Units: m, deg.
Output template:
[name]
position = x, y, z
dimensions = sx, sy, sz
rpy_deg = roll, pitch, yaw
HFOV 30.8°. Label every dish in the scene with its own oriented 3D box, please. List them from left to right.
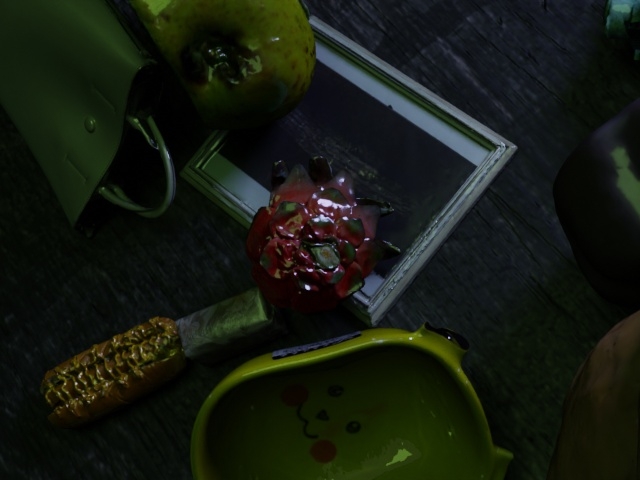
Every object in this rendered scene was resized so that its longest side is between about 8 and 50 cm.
[dish]
position = 0.021, 0.160, 1.012
dimensions = 0.262, 0.221, 0.108
rpy_deg = -23, 24, 9

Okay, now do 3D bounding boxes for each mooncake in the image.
[mooncake]
position = 0.305, -0.049, 0.929
dimensions = 0.245, 0.245, 0.133
rpy_deg = -27, 66, 10

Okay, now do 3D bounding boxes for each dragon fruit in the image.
[dragon fruit]
position = -0.006, 0.000, 1.078
dimensions = 0.121, 0.130, 0.142
rpy_deg = 7, 33, 31

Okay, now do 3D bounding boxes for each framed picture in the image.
[framed picture]
position = 0.018, -0.082, 1.178
dimensions = 0.293, 0.018, 0.231
rpy_deg = 37, 86, 29

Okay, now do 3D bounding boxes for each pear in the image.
[pear]
position = -0.110, -0.242, 1.147
dimensions = 0.164, 0.238, 0.255
rpy_deg = -32, 52, -1

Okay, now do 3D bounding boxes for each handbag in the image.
[handbag]
position = -0.251, -0.143, 1.214
dimensions = 0.315, 0.109, 0.241
rpy_deg = 57, 136, 30

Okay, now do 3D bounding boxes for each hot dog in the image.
[hot dog]
position = -0.205, 0.133, 1.165
dimensions = 0.165, 0.045, 0.071
rpy_deg = -27, 61, 11

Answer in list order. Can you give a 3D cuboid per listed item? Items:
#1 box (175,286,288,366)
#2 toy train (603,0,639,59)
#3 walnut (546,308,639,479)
[box]
position = -0.085, 0.085, 1.129
dimensions = 0.098, 0.062, 0.045
rpy_deg = -22, 68, 10
[toy train]
position = 0.410, -0.226, 1.022
dimensions = 0.307, 0.126, 0.189
rpy_deg = 7, 73, 24
[walnut]
position = 0.320, 0.190, 0.787
dimensions = 0.383, 0.383, 0.384
rpy_deg = -7, 68, 18
